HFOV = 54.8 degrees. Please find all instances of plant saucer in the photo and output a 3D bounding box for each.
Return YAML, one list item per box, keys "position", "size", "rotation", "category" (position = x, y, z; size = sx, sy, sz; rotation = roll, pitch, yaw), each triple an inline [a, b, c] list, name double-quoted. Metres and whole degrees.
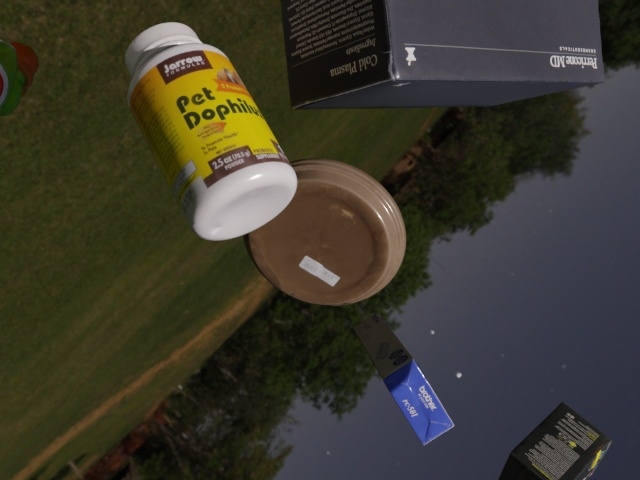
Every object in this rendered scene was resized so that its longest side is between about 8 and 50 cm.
- position: [0.000, 0.000, 1.012]
  size: [0.278, 0.278, 0.041]
  rotation: [-45, -167, 31]
  category: "plant saucer"

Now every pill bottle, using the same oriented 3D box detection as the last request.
- position: [-0.120, -0.115, 0.632]
  size: [0.117, 0.215, 0.117]
  rotation: [-27, 162, -10]
  category: "pill bottle"

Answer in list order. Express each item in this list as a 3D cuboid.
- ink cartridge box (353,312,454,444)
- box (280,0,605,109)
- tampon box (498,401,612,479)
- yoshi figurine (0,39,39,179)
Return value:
- position: [0.099, 0.167, 0.795]
  size: [0.046, 0.097, 0.207]
  rotation: [-32, -169, -1]
  category: "ink cartridge box"
- position: [0.134, -0.315, 0.689]
  size: [0.343, 0.313, 0.179]
  rotation: [-9, -175, -34]
  category: "box"
- position: [0.407, 0.391, 1.082]
  size: [0.161, 0.101, 0.120]
  rotation: [-29, 140, -30]
  category: "tampon box"
- position: [-0.524, -0.158, 0.857]
  size: [0.203, 0.203, 0.362]
  rotation: [101, -13, -47]
  category: "yoshi figurine"
